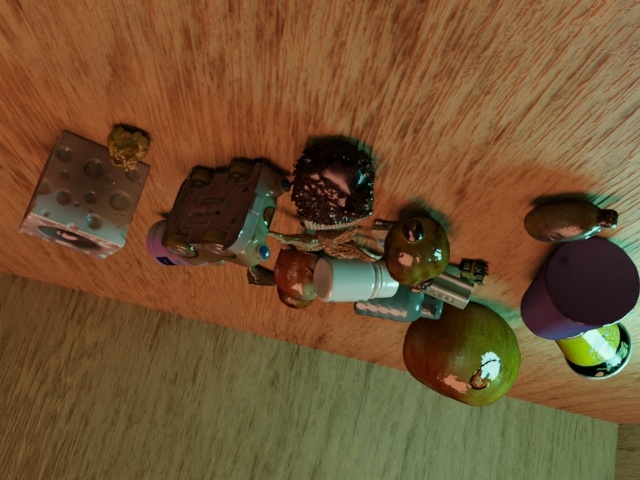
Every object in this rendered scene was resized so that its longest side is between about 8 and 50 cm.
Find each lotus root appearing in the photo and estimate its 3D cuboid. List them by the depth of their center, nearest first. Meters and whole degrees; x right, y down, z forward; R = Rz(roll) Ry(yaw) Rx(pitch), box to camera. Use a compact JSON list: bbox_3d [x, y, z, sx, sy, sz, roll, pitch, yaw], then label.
[{"bbox_3d":[0.528,-0.040,1.384,0.113,0.088,0.192,9,169,-43],"label":"lotus root"},{"bbox_3d":[0.243,0.022,1.662,0.169,0.142,0.314,-19,150,-2],"label":"lotus root"}]

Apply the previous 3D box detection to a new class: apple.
[{"bbox_3d":[0.497,0.385,2.292,0.400,0.334,0.400,30,169,6],"label":"apple"}]

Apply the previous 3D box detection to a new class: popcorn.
[{"bbox_3d":[-0.466,-0.222,1.569,0.109,0.089,0.097,-3,144,48],"label":"popcorn"}]

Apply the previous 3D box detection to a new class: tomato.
[{"bbox_3d":[-0.054,0.114,2.081,0.180,0.155,0.214,14,177,30],"label":"tomato"}]

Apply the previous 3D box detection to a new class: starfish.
[{"bbox_3d":[0.026,-0.001,1.834,0.293,0.084,0.301,8,168,28],"label":"starfish"}]

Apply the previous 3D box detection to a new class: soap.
[{"bbox_3d":[0.350,0.129,1.959,0.198,0.067,0.119,24,166,11],"label":"soap"}]

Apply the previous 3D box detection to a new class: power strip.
[{"bbox_3d":[0.198,-0.004,1.800,0.081,0.035,0.192,6,161,22],"label":"power strip"}]

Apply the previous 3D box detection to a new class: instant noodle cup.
[{"bbox_3d":[0.791,0.275,1.971,0.215,0.216,0.236,-5,145,43],"label":"instant noodle cup"}]

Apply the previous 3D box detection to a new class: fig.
[{"bbox_3d":[-0.059,0.162,2.364,0.146,0.134,0.201,-7,158,-45],"label":"fig"}]

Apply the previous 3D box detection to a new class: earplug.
[{"bbox_3d":[0.636,0.154,1.700,0.215,0.215,0.456,11,164,8],"label":"earplug"}]

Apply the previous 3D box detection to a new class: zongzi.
[{"bbox_3d":[-0.196,0.127,2.434,0.154,0.062,0.130,8,150,-4],"label":"zongzi"}]

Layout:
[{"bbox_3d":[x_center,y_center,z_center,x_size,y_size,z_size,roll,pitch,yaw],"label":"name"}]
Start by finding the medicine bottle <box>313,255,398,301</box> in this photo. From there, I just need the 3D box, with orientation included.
[{"bbox_3d":[0.108,0.115,1.978,0.236,0.139,0.139,0,169,-26],"label":"medicine bottle"}]

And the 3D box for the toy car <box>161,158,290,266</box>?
[{"bbox_3d":[-0.220,-0.045,1.654,0.335,0.242,0.226,-3,153,42],"label":"toy car"}]

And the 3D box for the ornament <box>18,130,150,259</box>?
[{"bbox_3d":[-0.632,-0.110,1.758,0.239,0.240,0.239,24,159,-25],"label":"ornament"}]

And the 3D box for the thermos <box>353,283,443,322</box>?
[{"bbox_3d":[0.261,0.195,2.181,0.286,0.145,0.182,11,-167,6],"label":"thermos"}]

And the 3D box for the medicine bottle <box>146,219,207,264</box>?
[{"bbox_3d":[-0.413,0.004,2.065,0.253,0.152,0.152,-3,155,40],"label":"medicine bottle"}]

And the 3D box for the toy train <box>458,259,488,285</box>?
[{"bbox_3d":[0.440,0.091,1.888,0.081,0.050,0.122,16,164,22],"label":"toy train"}]

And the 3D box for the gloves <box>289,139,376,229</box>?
[{"bbox_3d":[0.033,-0.106,1.468,0.210,0.135,0.312,15,159,15],"label":"gloves"}]
